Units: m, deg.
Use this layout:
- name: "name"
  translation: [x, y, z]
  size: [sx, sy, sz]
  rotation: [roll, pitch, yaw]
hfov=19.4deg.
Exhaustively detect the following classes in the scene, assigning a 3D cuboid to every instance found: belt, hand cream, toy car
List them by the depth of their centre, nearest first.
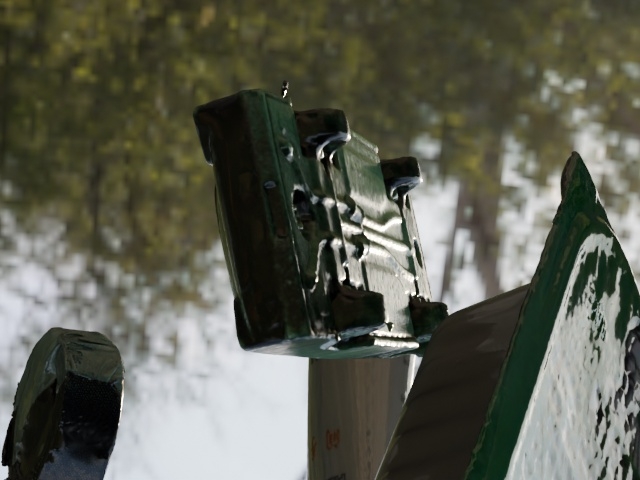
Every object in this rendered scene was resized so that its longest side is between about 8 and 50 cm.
- name: "toy car"
  translation: [0.000, 0.000, 1.087]
  size: [0.097, 0.141, 0.320]
  rotation: [-14, 171, 14]
- name: "belt"
  translation: [-0.183, 0.132, 1.347]
  size: [0.058, 0.140, 0.105]
  rotation: [13, -176, -27]
- name: "hand cream"
  translation: [0.030, 0.161, 1.522]
  size: [0.089, 0.314, 0.140]
  rotation: [10, 154, -18]

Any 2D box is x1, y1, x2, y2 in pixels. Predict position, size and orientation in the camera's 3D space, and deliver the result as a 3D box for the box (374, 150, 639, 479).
- name: "box"
  translation: [0.102, 0.155, 0.962]
  size: [0.106, 0.264, 0.337]
  rotation: [-10, -149, 26]
